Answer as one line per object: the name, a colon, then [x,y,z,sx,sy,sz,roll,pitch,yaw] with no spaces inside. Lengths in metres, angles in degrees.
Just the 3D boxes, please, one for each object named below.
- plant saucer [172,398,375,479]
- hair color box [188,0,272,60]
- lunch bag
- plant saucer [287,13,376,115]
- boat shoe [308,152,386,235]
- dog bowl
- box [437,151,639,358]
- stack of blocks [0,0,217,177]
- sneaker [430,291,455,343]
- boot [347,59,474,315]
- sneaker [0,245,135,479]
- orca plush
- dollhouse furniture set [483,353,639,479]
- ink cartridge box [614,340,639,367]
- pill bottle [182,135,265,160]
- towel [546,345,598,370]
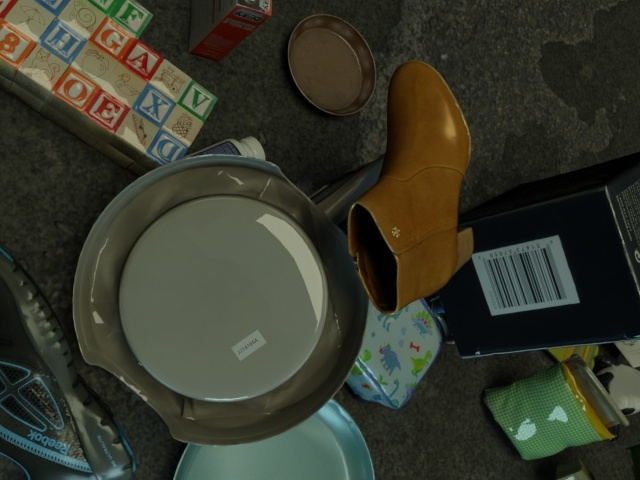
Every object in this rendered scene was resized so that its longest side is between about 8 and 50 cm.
plant saucer: [-0.063,0.357,0.901,0.318,0.044,0.317,7,76,-31]
hair color box: [-0.126,-0.324,0.897,0.054,0.167,0.093,7,80,-31]
lunch bag: [0.087,0.131,0.989,0.176,0.090,0.219,-51,120,-28]
plant saucer: [0.015,-0.282,1.060,0.169,0.029,0.168,6,79,-32]
boat shoe: [0.000,0.000,0.959,0.341,0.158,0.127,-34,96,-6]
dog bowl: [-0.118,0.071,0.814,0.349,0.102,0.348,0,91,-6]
box: [0.403,0.008,1.047,0.396,0.294,0.211,-23,95,-47]
stack of blocks: [-0.286,-0.226,0.831,0.297,0.087,0.171,35,66,-23]
sneaker: [0.220,0.084,1.108,0.084,0.070,0.185,-24,95,-37]
boot: [0.101,-0.073,0.790,0.211,0.104,0.294,-20,98,-51]
sneaker: [-0.340,0.151,0.724,0.140,0.125,0.340,-29,94,-21]
orca plush: [0.563,0.322,1.258,0.151,0.102,0.287,43,27,12]
dollhouse furniture set: [0.427,0.365,1.074,0.301,0.198,0.151,52,27,-7]
ink cartridge box: [0.615,0.147,1.324,0.198,0.067,0.115,48,41,-17]
pill bottle: [-0.139,-0.103,0.916,0.120,0.067,0.067,-29,98,-31]
towel: [0.459,0.180,1.272,0.237,0.021,0.102,42,58,-18]
